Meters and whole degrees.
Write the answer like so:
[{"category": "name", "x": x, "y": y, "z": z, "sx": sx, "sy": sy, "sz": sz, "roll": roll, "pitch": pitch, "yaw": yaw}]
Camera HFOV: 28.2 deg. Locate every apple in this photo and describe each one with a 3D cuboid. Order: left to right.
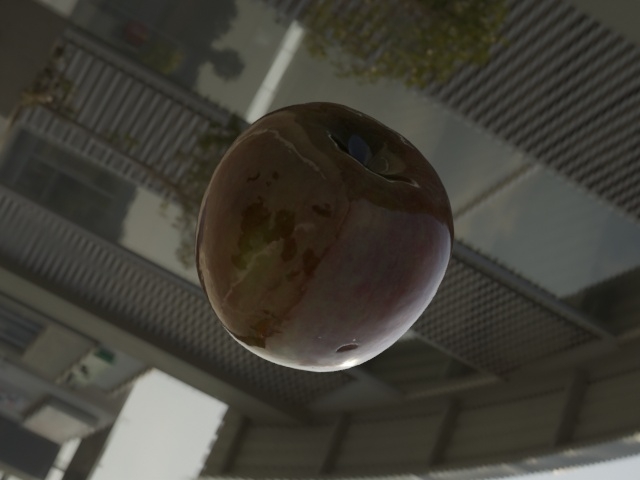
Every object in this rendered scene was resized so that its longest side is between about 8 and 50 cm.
[{"category": "apple", "x": 0.000, "y": 0.000, "z": 0.937, "sx": 0.174, "sy": 0.188, "sz": 0.188, "roll": -57, "pitch": -167, "yaw": 24}]
